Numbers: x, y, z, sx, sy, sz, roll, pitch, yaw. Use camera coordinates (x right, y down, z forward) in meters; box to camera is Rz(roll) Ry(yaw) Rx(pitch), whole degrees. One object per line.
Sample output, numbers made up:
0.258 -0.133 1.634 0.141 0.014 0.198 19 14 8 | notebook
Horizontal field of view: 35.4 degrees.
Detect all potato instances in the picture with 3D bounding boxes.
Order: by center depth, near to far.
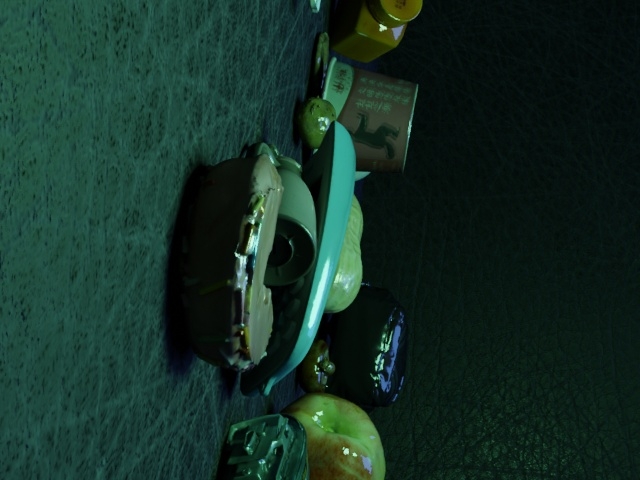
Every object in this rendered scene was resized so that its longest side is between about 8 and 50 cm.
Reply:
-0.007 -0.208 1.781 0.138 0.070 0.092 -11 108 -85 | potato

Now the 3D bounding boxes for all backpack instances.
0.119 0.314 2.763 0.446 0.254 0.364 60 42 -71 | backpack

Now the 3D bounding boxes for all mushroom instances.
-0.006 0.286 2.236 0.127 0.087 0.127 7 90 -81 | mushroom

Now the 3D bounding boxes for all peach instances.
0.002 0.405 1.790 0.232 0.232 0.257 -77 180 -52 | peach

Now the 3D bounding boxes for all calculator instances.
-0.035 0.038 1.384 0.256 0.054 0.386 -45 -154 55 | calculator

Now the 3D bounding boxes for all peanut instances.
0.000 0.000 1.722 0.313 0.152 0.152 -87 179 -45 | peanut

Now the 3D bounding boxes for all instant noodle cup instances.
0.089 -0.231 1.963 0.235 0.178 0.235 10 90 -86 | instant noodle cup

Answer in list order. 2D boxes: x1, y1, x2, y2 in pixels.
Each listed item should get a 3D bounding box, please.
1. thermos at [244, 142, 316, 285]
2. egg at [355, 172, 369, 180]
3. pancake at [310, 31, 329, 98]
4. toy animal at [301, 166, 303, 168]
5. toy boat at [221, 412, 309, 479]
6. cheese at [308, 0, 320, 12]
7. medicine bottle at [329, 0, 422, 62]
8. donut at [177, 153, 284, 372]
-0.061 -0.052 1.281 0.193 0.105 0.137 -86 153 -56 | thermos
0.079 -0.235 2.261 0.151 0.151 0.209 52 53 -82 | egg
-0.001 -0.320 1.992 0.199 0.021 0.199 5 90 -86 | pancake
-0.025 -0.116 1.904 0.084 0.028 0.050 35 52 -83 | toy animal
-0.078 0.314 1.373 0.296 0.114 0.122 -72 147 -69 | toy boat
0.007 -0.493 1.606 0.163 0.070 0.249 -61 156 -74 | cheese
0.118 -0.480 2.124 0.222 0.112 0.149 -13 -117 65 | medicine bottle
-0.093 0.027 1.037 0.199 0.085 0.233 -63 159 -77 | donut
